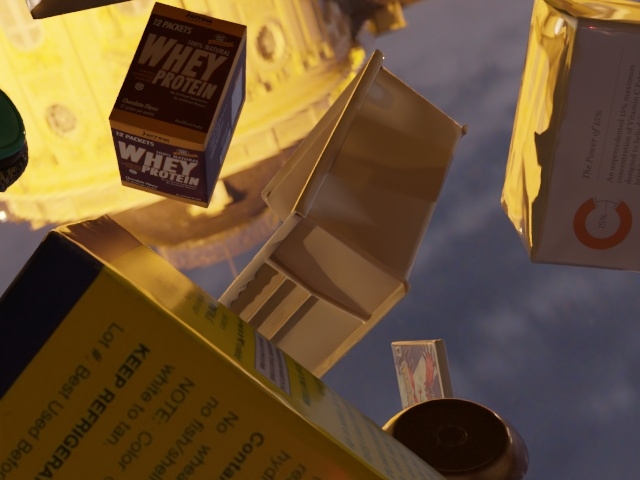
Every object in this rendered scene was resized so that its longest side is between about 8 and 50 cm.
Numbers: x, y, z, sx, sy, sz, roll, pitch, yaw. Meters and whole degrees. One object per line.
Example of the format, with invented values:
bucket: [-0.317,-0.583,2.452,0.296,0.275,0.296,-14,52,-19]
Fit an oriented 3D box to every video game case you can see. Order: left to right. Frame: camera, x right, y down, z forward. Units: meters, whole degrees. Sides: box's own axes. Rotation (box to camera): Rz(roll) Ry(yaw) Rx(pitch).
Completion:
video game case: [0.183,0.272,2.105,0.023,0.201,0.183,-9,178,-21]

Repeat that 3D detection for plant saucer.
plant saucer: [0.163,0.257,1.531,0.199,0.036,0.198,-2,-148,1]

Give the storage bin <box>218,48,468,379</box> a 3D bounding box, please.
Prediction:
storage bin: [0.000,0.000,1.174,0.260,0.123,0.262,-48,-168,41]

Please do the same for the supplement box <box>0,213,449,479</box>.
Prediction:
supplement box: [-0.027,0.173,0.565,0.194,0.356,0.195,-51,-176,0]

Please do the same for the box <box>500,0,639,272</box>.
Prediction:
box: [0.359,-0.090,1.094,0.345,0.215,0.168,6,-161,-4]

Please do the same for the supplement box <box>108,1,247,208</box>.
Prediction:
supplement box: [-0.188,-0.180,1.651,0.129,0.194,0.191,15,-114,3]

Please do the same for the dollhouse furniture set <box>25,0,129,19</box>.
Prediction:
dollhouse furniture set: [-0.188,-0.314,0.961,0.161,0.242,0.212,-1,-152,37]

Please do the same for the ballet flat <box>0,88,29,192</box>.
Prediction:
ballet flat: [-0.435,-0.044,0.919,0.182,0.164,0.483,-39,164,28]
